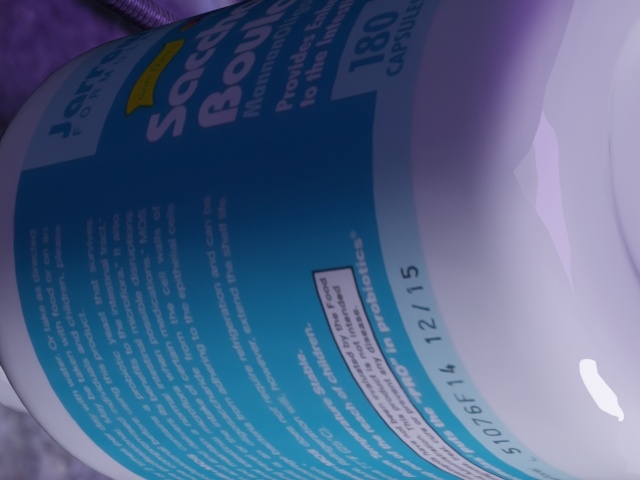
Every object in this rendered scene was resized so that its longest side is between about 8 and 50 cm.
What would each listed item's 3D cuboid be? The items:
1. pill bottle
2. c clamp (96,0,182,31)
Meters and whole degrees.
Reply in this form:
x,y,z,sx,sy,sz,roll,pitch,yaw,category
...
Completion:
x,y,z,sx,sy,sz,roll,pitch,yaw,category
0.000,0.000,0.516,0.146,0.264,0.146,10,76,-45,pill bottle
-0.050,-0.094,0.654,0.161,0.022,0.137,36,60,-37,c clamp
